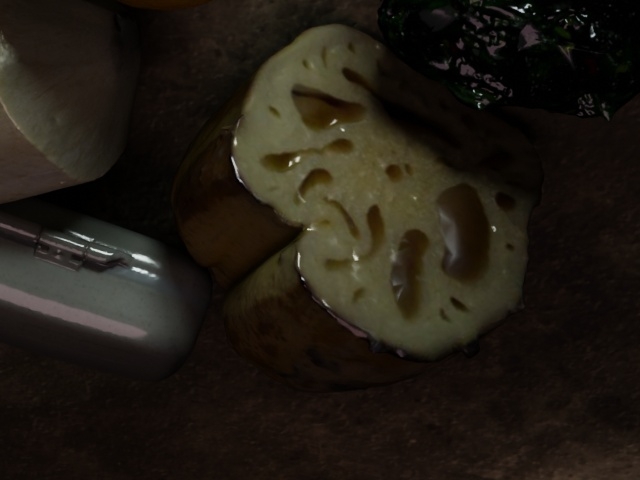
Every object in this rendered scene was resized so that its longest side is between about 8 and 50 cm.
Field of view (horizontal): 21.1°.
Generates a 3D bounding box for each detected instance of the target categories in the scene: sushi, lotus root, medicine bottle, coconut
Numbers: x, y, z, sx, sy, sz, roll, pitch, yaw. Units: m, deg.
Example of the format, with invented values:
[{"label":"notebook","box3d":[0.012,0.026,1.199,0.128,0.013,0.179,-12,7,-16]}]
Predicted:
[{"label":"sushi","box3d":[0.160,-0.180,1.387,0.225,0.127,0.124,14,134,1]},{"label":"lotus root","box3d":[0.000,0.000,1.487,0.316,0.316,0.250,33,138,-19]},{"label":"medicine bottle","box3d":[-0.294,0.028,1.621,0.375,0.123,0.282,18,167,-7]},{"label":"coconut","box3d":[-0.249,-0.139,1.458,0.222,0.202,0.202,-16,128,29]}]

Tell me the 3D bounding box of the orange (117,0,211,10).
[{"label":"orange","box3d":[-0.125,-0.288,1.280,0.236,0.236,0.236,6,133,6]}]
